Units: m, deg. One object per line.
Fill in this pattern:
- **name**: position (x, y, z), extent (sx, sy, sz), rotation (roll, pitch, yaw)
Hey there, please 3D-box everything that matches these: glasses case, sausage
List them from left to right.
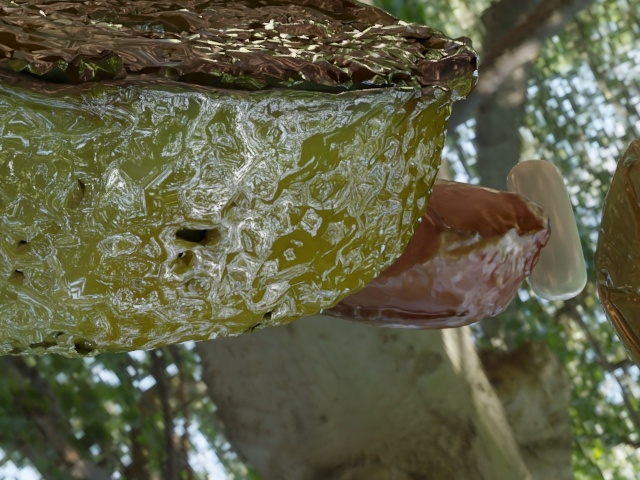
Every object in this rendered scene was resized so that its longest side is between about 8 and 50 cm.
- **sausage**: position (0.000, 0.000, 0.789), extent (0.330, 0.102, 0.102), rotation (6, -139, 47)
- **glasses case**: position (0.297, -0.015, 1.614), extent (0.076, 0.197, 0.049), rotation (-8, 159, -7)

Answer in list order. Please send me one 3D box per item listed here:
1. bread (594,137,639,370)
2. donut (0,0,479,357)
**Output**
- **bread**: position (0.307, 0.030, 0.960), extent (0.109, 0.192, 0.210), rotation (-9, -141, -13)
- **donut**: position (-0.081, -0.040, 0.432), extent (0.272, 0.107, 0.272), rotation (6, -160, -2)
